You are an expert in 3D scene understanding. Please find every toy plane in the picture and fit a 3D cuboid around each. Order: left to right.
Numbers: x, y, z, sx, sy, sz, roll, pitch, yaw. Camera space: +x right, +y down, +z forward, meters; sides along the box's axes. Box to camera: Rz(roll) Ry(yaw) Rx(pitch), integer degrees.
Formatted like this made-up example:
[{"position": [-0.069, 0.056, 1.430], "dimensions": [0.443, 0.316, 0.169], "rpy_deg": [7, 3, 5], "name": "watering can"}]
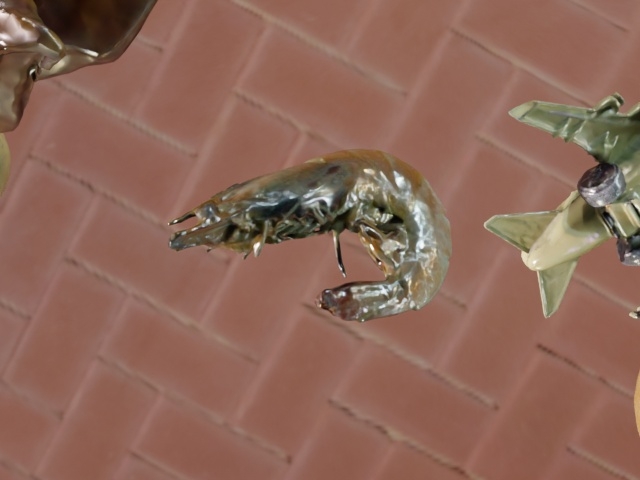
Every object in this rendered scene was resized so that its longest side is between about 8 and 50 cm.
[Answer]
[{"position": [0.270, -0.050, 1.117], "dimensions": [0.256, 0.104, 0.242], "rpy_deg": [-34, 115, 7], "name": "toy plane"}]

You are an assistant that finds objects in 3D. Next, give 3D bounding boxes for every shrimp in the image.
[{"position": [0.001, -0.001, 0.989], "dimensions": [0.251, 0.052, 0.143], "rpy_deg": [-13, 68, -29], "name": "shrimp"}]

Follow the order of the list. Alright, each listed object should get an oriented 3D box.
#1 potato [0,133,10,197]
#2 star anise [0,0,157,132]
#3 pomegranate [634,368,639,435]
[{"position": [-0.340, -0.064, 0.786], "dimensions": [0.296, 0.191, 0.141], "rpy_deg": [-1, 72, -11], "name": "potato"}, {"position": [-0.173, -0.076, 0.515], "dimensions": [0.288, 0.288, 0.088], "rpy_deg": [-19, 103, 9], "name": "star anise"}, {"position": [0.401, 0.153, 1.249], "dimensions": [0.207, 0.207, 0.207], "rpy_deg": [1, 102, 5], "name": "pomegranate"}]
